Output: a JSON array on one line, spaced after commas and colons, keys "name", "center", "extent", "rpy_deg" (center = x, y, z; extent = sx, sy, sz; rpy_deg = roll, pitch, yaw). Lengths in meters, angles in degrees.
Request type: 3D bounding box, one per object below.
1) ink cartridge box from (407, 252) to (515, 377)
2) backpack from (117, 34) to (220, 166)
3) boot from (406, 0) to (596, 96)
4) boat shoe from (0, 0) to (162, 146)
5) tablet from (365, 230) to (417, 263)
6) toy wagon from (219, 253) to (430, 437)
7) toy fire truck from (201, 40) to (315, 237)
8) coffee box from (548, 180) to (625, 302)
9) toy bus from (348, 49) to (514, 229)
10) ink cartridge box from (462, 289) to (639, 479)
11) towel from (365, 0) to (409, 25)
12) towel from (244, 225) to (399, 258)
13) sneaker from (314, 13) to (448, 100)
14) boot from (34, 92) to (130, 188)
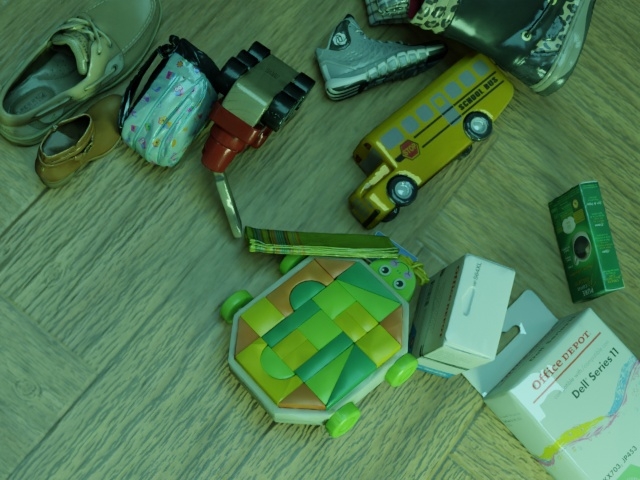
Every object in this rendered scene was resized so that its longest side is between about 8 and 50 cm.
[{"name": "ink cartridge box", "center": [0.209, 0.120, 1.585], "extent": [0.086, 0.203, 0.148], "rpy_deg": [19, 73, -8]}, {"name": "backpack", "center": [-0.230, -0.207, 1.602], "extent": [0.115, 0.152, 0.182], "rpy_deg": [34, 84, 13]}, {"name": "boot", "center": [0.311, -0.453, 1.692], "extent": [0.284, 0.138, 0.377], "rpy_deg": [20, 79, -15]}, {"name": "boat shoe", "center": [-0.368, -0.286, 1.605], "extent": [0.122, 0.110, 0.341], "rpy_deg": [39, 71, -1]}, {"name": "tablet", "center": [0.113, 0.028, 1.692], "extent": [0.083, 0.006, 0.054], "rpy_deg": [36, 71, -3]}, {"name": "toy wagon", "center": [0.026, 0.122, 1.569], "extent": [0.344, 0.068, 0.267], "rpy_deg": [-37, 67, -19]}, {"name": "toy fire truck", "center": [-0.117, -0.156, 1.614], "extent": [0.159, 0.217, 0.246], "rpy_deg": [35, 113, -3]}, {"name": "coffee box", "center": [0.441, 0.005, 1.719], "extent": [0.041, 0.113, 0.184], "rpy_deg": [-7, 76, -18]}, {"name": "toy bus", "center": [0.172, -0.165, 1.701], "extent": [0.333, 0.108, 0.130], "rpy_deg": [-40, 88, -19]}, {"name": "ink cartridge box", "center": [0.410, 0.255, 1.641], "extent": [0.207, 0.119, 0.353], "rpy_deg": [-42, 88, -18]}, {"name": "towel", "center": [0.202, -0.506, 1.790], "extent": [0.284, 0.121, 0.234], "rpy_deg": [-11, 79, -16]}, {"name": "towel", "center": [0.000, 0.000, 1.623], "extent": [0.237, 0.102, 0.021], "rpy_deg": [3, 107, -10]}, {"name": "sneaker", "center": [0.096, -0.332, 1.741], "extent": [0.229, 0.086, 0.132], "rpy_deg": [-20, 79, -16]}, {"name": "boot", "center": [-0.352, -0.166, 1.556], "extent": [0.073, 0.152, 0.197], "rpy_deg": [36, 71, -2]}]
